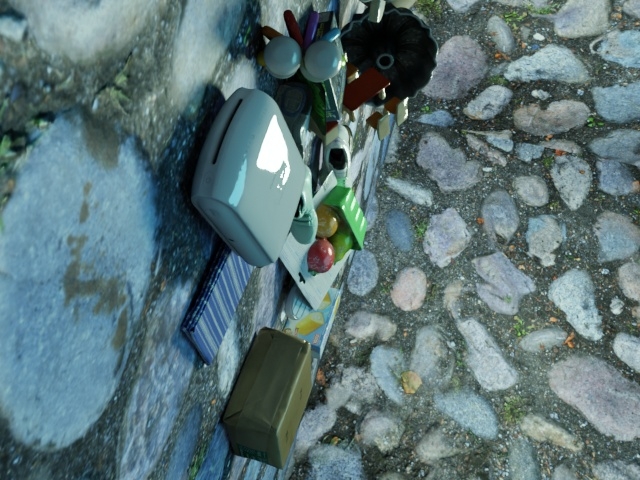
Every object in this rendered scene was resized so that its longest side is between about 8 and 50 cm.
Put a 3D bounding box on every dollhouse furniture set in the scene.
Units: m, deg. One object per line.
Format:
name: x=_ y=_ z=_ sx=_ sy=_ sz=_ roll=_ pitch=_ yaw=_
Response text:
dollhouse furniture set: x=0.079 y=-0.397 z=1.724 sx=0.259 sy=0.262 sz=0.135 roll=-40 pitch=156 yaw=-15

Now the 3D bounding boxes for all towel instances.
towel: x=-0.211 y=0.090 z=1.362 sx=0.243 sy=0.040 sz=0.336 roll=87 pitch=21 yaw=-63

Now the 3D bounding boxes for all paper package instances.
paper package: x=-0.148 y=0.477 z=1.824 sx=0.324 sy=0.168 sz=0.309 roll=91 pitch=18 yaw=-54

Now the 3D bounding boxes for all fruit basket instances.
fruit basket: x=0.000 y=0.000 z=1.999 sx=0.353 sy=0.165 sz=0.327 roll=-54 pitch=140 yaw=-22

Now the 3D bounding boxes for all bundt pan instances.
bundt pan: x=0.194 y=-0.588 z=1.910 sx=0.124 sy=0.331 sz=0.330 roll=-93 pitch=-175 yaw=-45

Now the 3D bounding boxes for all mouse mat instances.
mouse mat: x=-0.027 y=-0.362 z=1.474 sx=0.152 sy=0.007 sz=0.189 roll=89 pitch=-24 yaw=-54

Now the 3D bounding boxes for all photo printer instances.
photo printer: x=-0.133 y=-0.121 z=1.180 sx=0.307 sy=0.107 sz=0.256 roll=63 pitch=41 yaw=-61

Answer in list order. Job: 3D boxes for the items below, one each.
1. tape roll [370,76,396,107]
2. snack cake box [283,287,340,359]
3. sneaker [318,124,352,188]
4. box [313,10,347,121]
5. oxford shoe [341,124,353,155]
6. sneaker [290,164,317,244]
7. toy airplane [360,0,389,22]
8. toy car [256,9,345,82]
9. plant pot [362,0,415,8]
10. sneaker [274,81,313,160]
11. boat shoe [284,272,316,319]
tape roll: x=0.216 y=-0.612 z=2.145 sx=0.169 sy=0.246 sz=0.246 roll=71 pitch=34 yaw=-74
snack cake box: x=-0.034 y=0.288 z=2.239 sx=0.089 sy=0.152 sz=0.264 roll=91 pitch=15 yaw=-49
sneaker: x=0.047 y=-0.228 z=2.052 sx=0.152 sy=0.114 sz=0.305 roll=-91 pitch=176 yaw=-51
box: x=0.017 y=-0.449 z=1.578 sx=0.183 sy=0.059 sz=0.232 roll=70 pitch=22 yaw=-48
oxford shoe: x=0.063 y=-0.306 z=2.182 sx=0.096 sy=0.083 sz=0.227 roll=12 pitch=91 yaw=-76
sneaker: x=-0.069 y=-0.070 z=1.720 sx=0.151 sy=0.094 sz=0.255 roll=-72 pitch=161 yaw=-55
toy airplane: x=0.161 y=-0.724 z=1.318 sx=0.384 sy=0.272 sz=0.386 roll=-60 pitch=152 yaw=-5
toy car: x=-0.036 y=-0.399 z=1.247 sx=0.159 sy=0.182 sz=0.136 roll=-118 pitch=-147 yaw=-77
plant pot: x=0.232 y=-0.860 z=1.862 sx=0.280 sy=0.323 sz=0.323 roll=-61 pitch=-177 yaw=43
sneaker: x=-0.077 y=-0.223 z=1.458 sx=0.129 sy=0.111 sz=0.297 roll=86 pitch=20 yaw=-74
boat shoe: x=-0.055 y=0.151 z=2.086 sx=0.109 sy=0.094 sz=0.302 roll=51 pitch=45 yaw=-26
